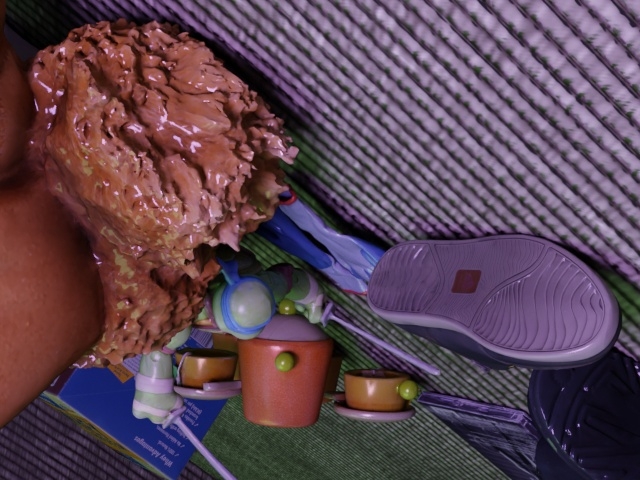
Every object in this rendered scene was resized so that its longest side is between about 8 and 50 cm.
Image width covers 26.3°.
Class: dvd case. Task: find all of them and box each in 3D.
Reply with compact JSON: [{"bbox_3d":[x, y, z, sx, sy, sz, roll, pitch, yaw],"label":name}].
[{"bbox_3d":[0.221,0.228,1.411,0.221,0.018,0.164,41,161,-26],"label":"dvd case"}]

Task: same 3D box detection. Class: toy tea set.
[{"bbox_3d":[-0.051,0.112,1.467,0.200,0.124,0.336,1,-176,-38],"label":"toy tea set"}]

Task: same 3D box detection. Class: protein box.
[{"bbox_3d":[-0.221,0.148,1.674,0.200,0.201,0.136,42,162,-30],"label":"protein box"}]

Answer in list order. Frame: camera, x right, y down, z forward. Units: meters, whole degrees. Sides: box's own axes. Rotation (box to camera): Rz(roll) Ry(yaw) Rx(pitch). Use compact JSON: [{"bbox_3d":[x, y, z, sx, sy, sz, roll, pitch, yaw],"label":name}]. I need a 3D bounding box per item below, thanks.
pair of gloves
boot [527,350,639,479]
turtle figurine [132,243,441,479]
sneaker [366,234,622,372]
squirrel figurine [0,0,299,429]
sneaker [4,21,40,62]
[{"bbox_3d":[0.000,0.000,1.146,0.159,0.023,0.198,38,168,-22],"label":"pair of gloves"},{"bbox_3d":[0.224,0.172,1.100,0.246,0.094,0.207,31,161,-15],"label":"boot"},{"bbox_3d":[-0.094,0.092,1.258,0.275,0.197,0.266,39,173,-31],"label":"turtle figurine"},{"bbox_3d":[0.145,0.053,0.963,0.118,0.083,0.222,30,170,-36],"label":"sneaker"},{"bbox_3d":[-0.228,-0.071,0.947,0.281,0.397,0.370,-115,28,-53],"label":"squirrel figurine"},{"bbox_3d":[-0.283,-0.099,1.166,0.330,0.147,0.130,39,163,-23],"label":"sneaker"}]
